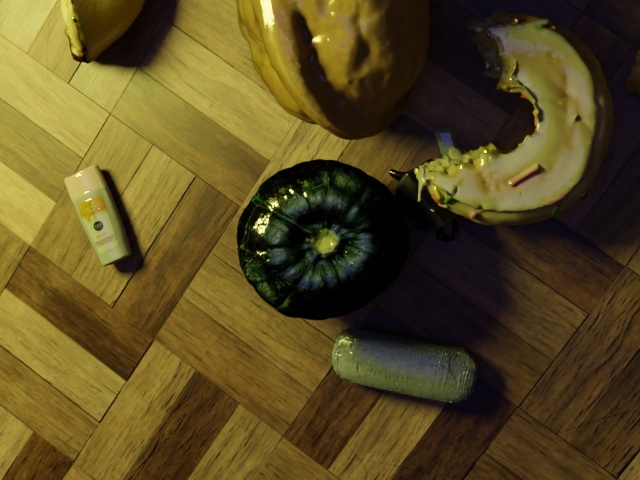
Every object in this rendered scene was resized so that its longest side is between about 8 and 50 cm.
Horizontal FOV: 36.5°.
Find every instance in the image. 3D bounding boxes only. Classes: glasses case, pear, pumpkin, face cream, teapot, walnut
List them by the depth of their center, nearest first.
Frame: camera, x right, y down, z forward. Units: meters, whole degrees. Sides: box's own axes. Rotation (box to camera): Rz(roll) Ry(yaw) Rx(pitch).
[{"bbox_3d":[0.024,-0.386,1.710,0.384,0.383,0.383,1,95,13],"label":"walnut"},{"bbox_3d":[0.000,0.000,1.791,0.315,0.238,0.315,-1,101,-5],"label":"pumpkin"},{"bbox_3d":[0.192,-0.070,1.814,0.177,0.087,0.096,54,137,5],"label":"teapot"},{"bbox_3d":[0.160,0.238,1.857,0.283,0.067,0.109,10,94,13],"label":"glasses case"},{"bbox_3d":[-0.426,-0.486,1.876,0.178,0.267,0.266,-17,91,-10],"label":"pear"},{"bbox_3d":[-0.450,-0.049,1.973,0.084,0.057,0.198,-24,90,13],"label":"face cream"}]

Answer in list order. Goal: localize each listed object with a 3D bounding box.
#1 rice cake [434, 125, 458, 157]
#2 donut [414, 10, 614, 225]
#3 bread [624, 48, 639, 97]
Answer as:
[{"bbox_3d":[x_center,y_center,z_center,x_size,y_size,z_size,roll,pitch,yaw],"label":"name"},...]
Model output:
[{"bbox_3d":[0.257,-0.134,1.820,0.033,0.029,0.170,-21,89,20],"label":"rice cake"},{"bbox_3d":[0.356,-0.201,1.717,0.307,0.150,0.371,19,95,3],"label":"donut"},{"bbox_3d":[0.613,-0.305,1.691,0.152,0.127,0.147,17,99,28],"label":"bread"}]
